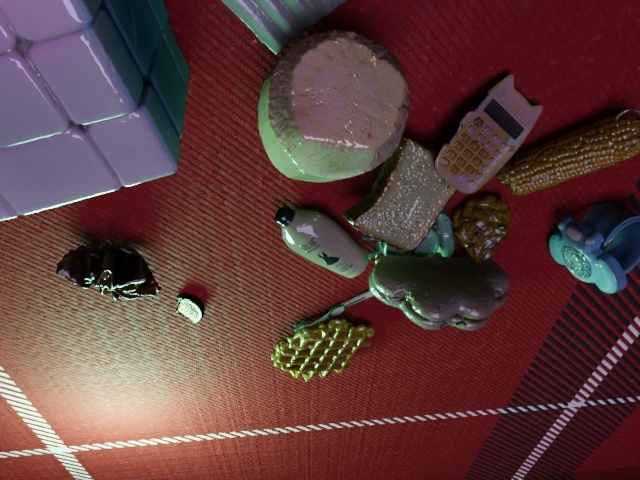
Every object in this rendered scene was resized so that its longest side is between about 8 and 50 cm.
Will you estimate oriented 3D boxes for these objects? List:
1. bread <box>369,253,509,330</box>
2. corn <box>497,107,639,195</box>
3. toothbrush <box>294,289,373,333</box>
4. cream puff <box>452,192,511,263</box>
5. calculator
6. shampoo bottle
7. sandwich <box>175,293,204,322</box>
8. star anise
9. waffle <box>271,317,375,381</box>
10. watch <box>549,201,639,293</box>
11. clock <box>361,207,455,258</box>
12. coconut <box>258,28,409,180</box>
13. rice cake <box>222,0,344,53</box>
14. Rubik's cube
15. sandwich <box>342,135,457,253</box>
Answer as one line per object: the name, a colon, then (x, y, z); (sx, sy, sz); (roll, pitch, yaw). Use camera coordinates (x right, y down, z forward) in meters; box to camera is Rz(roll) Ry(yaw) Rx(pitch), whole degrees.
bread: (0.285, 0.119, 1.137); (0.337, 0.183, 0.102); (2, 126, -11)
corn: (0.519, -0.173, 1.024); (0.293, 0.106, 0.106); (-24, 133, 16)
toothbrush: (0.055, 0.191, 1.369); (0.304, 0.030, 0.030); (-27, 132, 18)
cream puff: (0.378, -0.026, 1.143); (0.146, 0.116, 0.146); (-2, 137, -2)
calculator: (0.322, -0.200, 0.979); (0.157, 0.033, 0.236); (30, 105, -32)
shampoo bottle: (0.000, 0.000, 1.138); (0.257, 0.078, 0.127); (35, 131, -30)
sandwich: (-0.344, 0.176, 1.303); (0.069, 0.026, 0.101); (-30, 128, 26)
star anise: (-0.475, 0.064, 1.113); (0.190, 0.126, 0.220); (-2, 163, -6)
waffle: (0.010, 0.326, 1.457); (0.281, 0.058, 0.301); (25, 127, -38)
watch: (0.686, 0.001, 1.184); (0.193, 0.211, 0.211); (-29, 135, -8)
clock: (0.208, -0.003, 1.175); (0.211, 0.066, 0.159); (-17, 133, 10)
coconut: (0.011, -0.215, 0.827); (0.239, 0.244, 0.239); (-1, 95, -13)
rice cake: (-0.074, -0.406, 0.757); (0.189, 0.037, 0.198); (-28, 131, 19)
Rubik's cube: (-0.388, -0.256, 0.664); (0.319, 0.322, 0.316); (-14, 133, 5)
sandwich: (0.175, -0.093, 1.030); (0.186, 0.065, 0.215); (23, 104, -27)
